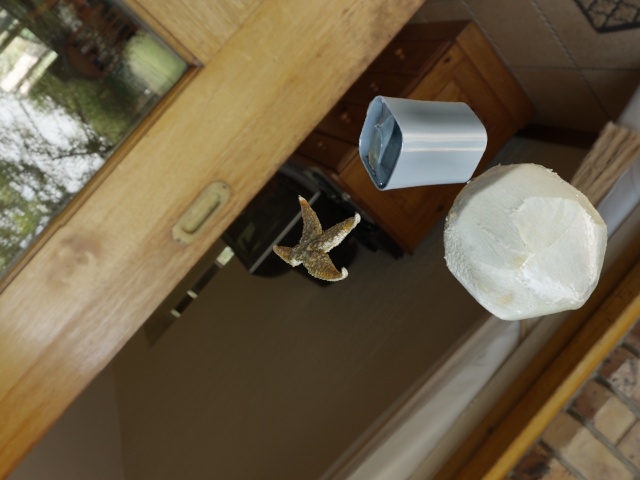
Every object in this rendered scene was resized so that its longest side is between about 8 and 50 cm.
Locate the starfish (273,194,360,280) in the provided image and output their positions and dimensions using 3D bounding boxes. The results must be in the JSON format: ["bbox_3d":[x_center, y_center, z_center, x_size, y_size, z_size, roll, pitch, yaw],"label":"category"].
[{"bbox_3d":[0.002,0.000,1.145,0.050,0.138,0.247,33,172,-38],"label":"starfish"}]

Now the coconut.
[{"bbox_3d":[0.340,0.008,0.992,0.247,0.245,0.245,45,-179,38],"label":"coconut"}]

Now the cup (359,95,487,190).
[{"bbox_3d":[0.116,-0.131,0.756,0.095,0.129,0.128,108,149,-42],"label":"cup"}]
